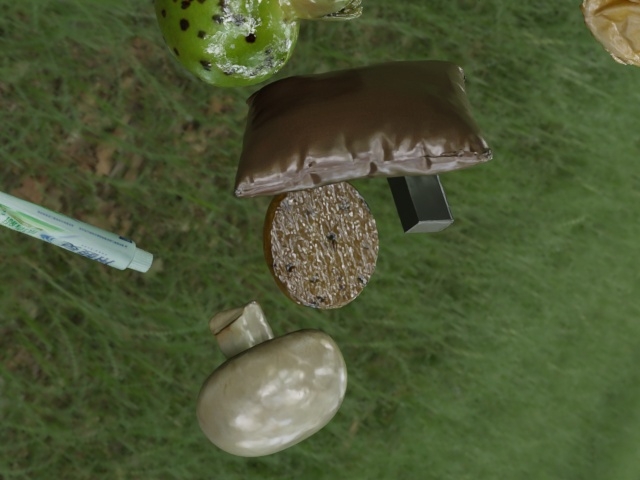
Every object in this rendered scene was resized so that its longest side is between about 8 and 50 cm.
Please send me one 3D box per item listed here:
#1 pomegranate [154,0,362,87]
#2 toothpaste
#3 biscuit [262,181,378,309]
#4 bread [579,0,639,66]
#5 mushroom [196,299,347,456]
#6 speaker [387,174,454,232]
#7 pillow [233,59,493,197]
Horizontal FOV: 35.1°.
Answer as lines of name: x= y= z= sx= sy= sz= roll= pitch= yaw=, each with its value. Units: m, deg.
pomegranate: x=-0.097 y=-0.356 z=1.446 sx=0.285 sy=0.231 sz=0.231 roll=-28 pitch=161 yaw=15
toothpaste: x=-0.390 y=-0.016 z=1.510 sx=0.074 sy=0.296 sz=0.048 roll=-35 pitch=-140 yaw=46
biscuit: x=0.000 y=0.000 z=1.535 sx=0.212 sy=0.036 sz=0.212 roll=3 pitch=85 yaw=-33
bread: x=0.410 y=-0.288 z=1.135 sx=0.139 sy=0.239 sz=0.240 roll=-55 pitch=156 yaw=-15
mushroom: x=-0.073 y=0.168 z=1.290 sx=0.204 sy=0.204 sz=0.204 roll=-44 pitch=153 yaw=-31
speaker: x=0.153 y=-0.121 z=1.704 sx=0.082 sy=0.218 sz=0.044 roll=-2 pitch=158 yaw=-35
pillow: x=0.044 y=-0.147 z=1.272 sx=0.305 sy=0.307 sz=0.109 roll=-87 pitch=169 yaw=-63
